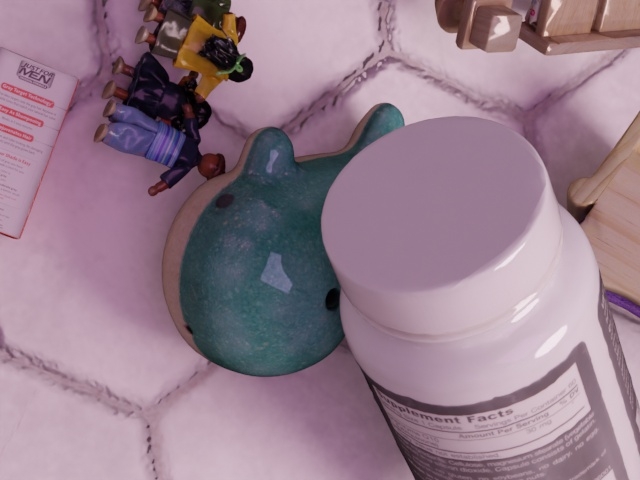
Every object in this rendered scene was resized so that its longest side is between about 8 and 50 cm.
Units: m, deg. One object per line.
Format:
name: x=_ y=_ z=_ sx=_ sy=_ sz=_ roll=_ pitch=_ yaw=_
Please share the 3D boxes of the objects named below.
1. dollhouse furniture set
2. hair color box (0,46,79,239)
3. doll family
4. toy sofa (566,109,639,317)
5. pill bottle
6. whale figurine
dollhouse furniture set: x=0.202 y=-0.335 z=1.487 sx=0.355 sy=0.174 sz=0.303 roll=-8 pitch=121 yaw=-35
hair color box: x=-0.256 y=-0.079 z=1.386 sx=0.072 sy=0.043 sz=0.141 roll=22 pitch=85 yaw=-18
doll family: x=-0.113 y=-0.129 z=1.422 sx=0.111 sy=0.076 sz=0.193 roll=25 pitch=88 yaw=-22
toy sofa: x=0.375 y=0.059 z=1.457 sx=0.362 sy=0.150 sz=0.177 roll=32 pitch=75 yaw=19
pill bottle: x=0.134 y=0.083 z=1.356 sx=0.204 sy=0.204 sz=0.361 roll=-39 pitch=138 yaw=-14
whale figurine: x=0.000 y=0.000 z=1.414 sx=0.272 sy=0.141 sz=0.216 roll=-38 pitch=127 yaw=-26
